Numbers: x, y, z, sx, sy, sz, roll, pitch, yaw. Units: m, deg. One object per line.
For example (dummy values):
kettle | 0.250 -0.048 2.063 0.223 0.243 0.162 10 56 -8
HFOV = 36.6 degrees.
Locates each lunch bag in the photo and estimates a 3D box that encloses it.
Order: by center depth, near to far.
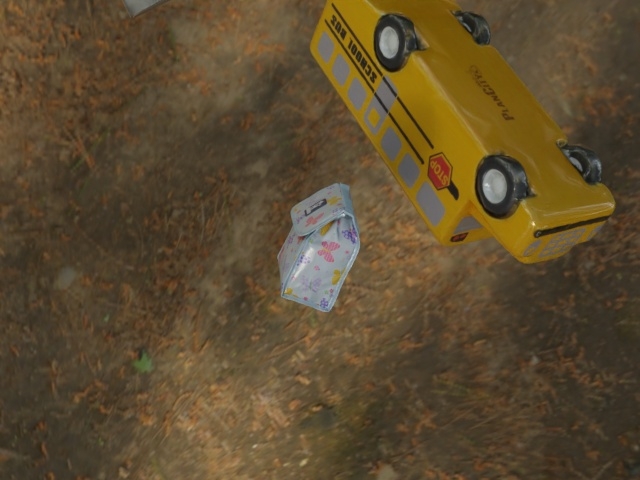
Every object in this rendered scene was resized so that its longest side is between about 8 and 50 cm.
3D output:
lunch bag | 0.000 0.000 0.747 0.053 0.071 0.083 22 111 -14

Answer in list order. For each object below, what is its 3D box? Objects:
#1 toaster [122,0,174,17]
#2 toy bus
toaster | -0.046 -0.210 0.436 0.168 0.185 0.110 63 29 -17
toy bus | 0.119 -0.112 0.897 0.108 0.130 0.333 -11 56 -33
